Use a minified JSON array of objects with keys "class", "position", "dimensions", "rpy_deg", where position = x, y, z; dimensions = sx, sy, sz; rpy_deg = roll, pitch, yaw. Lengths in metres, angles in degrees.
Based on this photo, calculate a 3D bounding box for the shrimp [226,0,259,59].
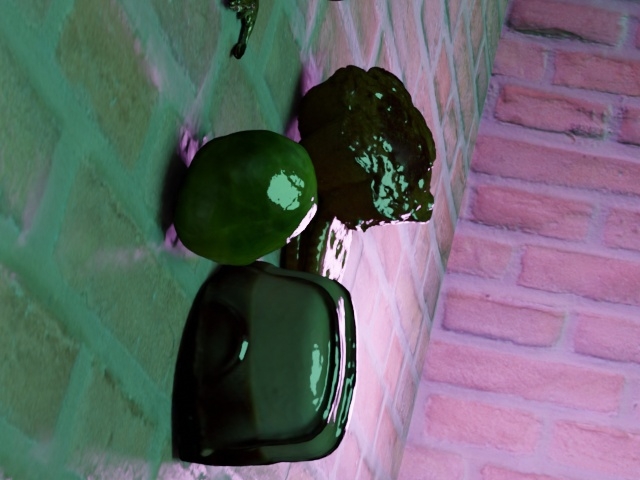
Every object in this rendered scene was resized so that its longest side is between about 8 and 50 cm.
[{"class":"shrimp","position":[-0.091,-0.250,1.736],"dimensions":[0.114,0.023,0.083],"rpy_deg":[-29,131,-78]}]

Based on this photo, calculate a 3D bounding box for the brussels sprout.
[{"class":"brussels sprout","position":[-0.079,-0.048,1.668],"dimensions":[0.162,0.143,0.180],"rpy_deg":[-67,170,18]}]

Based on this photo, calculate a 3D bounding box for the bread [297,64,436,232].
[{"class":"bread","position":[0.068,-0.123,2.116],"dimensions":[0.246,0.135,0.232],"rpy_deg":[43,39,-41]}]

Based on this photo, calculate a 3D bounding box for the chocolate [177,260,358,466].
[{"class":"chocolate","position":[-0.050,0.163,1.870],"dimensions":[0.283,0.186,0.284],"rpy_deg":[11,90,-77]}]

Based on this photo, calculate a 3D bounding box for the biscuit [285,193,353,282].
[{"class":"biscuit","position":[0.000,0.000,2.232],"dimensions":[0.220,0.066,0.221],"rpy_deg":[12,90,-78]}]
